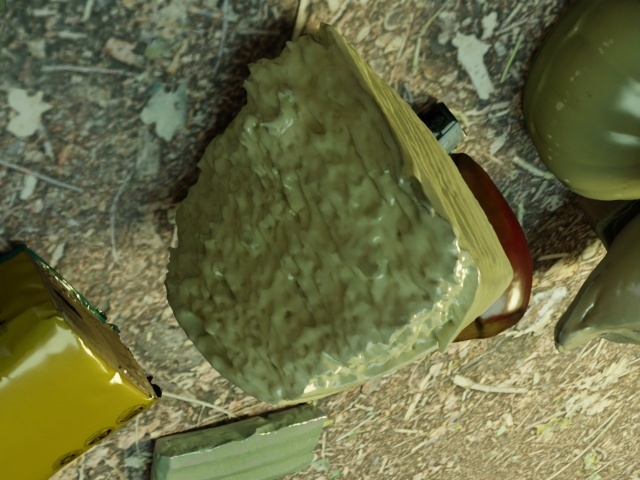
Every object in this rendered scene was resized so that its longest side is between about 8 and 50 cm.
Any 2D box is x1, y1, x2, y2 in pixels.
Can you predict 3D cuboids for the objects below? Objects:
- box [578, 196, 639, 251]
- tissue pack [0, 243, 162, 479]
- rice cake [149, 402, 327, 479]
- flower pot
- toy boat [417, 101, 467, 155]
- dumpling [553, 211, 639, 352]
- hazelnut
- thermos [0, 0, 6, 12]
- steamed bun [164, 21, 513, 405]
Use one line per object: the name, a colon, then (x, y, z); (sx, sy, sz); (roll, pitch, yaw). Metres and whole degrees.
box: (0.391, -0.035, 1.394); (0.089, 0.062, 0.122); (-39, 143, 5)
tissue pack: (-0.313, 0.154, 0.984); (0.270, 0.134, 0.192); (-36, 143, 0)
rice cake: (-0.106, 0.273, 1.358); (0.237, 0.043, 0.127); (-11, 136, -31)
flower pot: (0.395, -0.132, 1.138); (0.307, 0.244, 0.307); (-21, 142, -17)
toy boat: (0.085, -0.082, 1.105); (0.141, 0.055, 0.060); (-44, 119, 13)
dumpling: (0.457, 0.038, 1.338); (0.341, 0.181, 0.260); (-57, 162, 9)
hazelnut: (0.137, 0.008, 1.155); (0.208, 0.208, 0.208); (-21, 142, -18)
thermos: (-0.329, -0.117, 0.634); (0.286, 0.182, 0.145); (-24, 141, -12)
steamed bun: (0.000, 0.000, 0.962); (0.272, 0.290, 0.273); (-31, 155, 18)
